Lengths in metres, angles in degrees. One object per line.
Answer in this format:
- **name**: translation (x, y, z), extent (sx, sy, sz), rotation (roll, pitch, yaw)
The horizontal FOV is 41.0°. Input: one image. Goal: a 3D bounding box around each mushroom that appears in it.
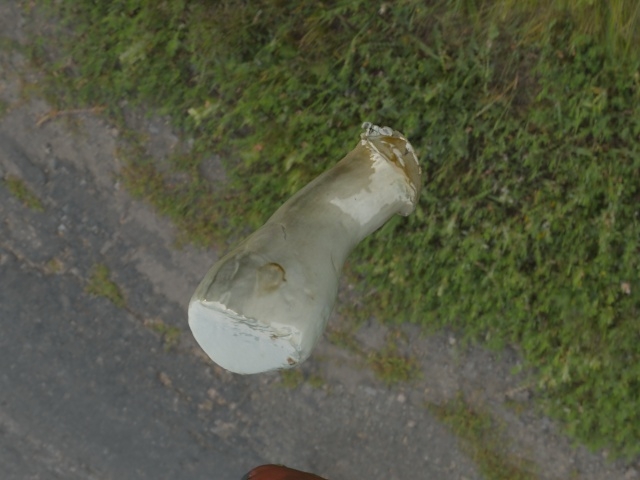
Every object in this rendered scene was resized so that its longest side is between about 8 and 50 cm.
- **mushroom**: translation (-0.002, 0.000, 0.611), extent (0.092, 0.223, 0.081), rotation (-19, 113, 50)

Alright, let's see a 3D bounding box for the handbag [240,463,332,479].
- **handbag**: translation (0.020, 0.297, 0.679), extent (0.254, 0.181, 0.181), rotation (16, 111, 3)
